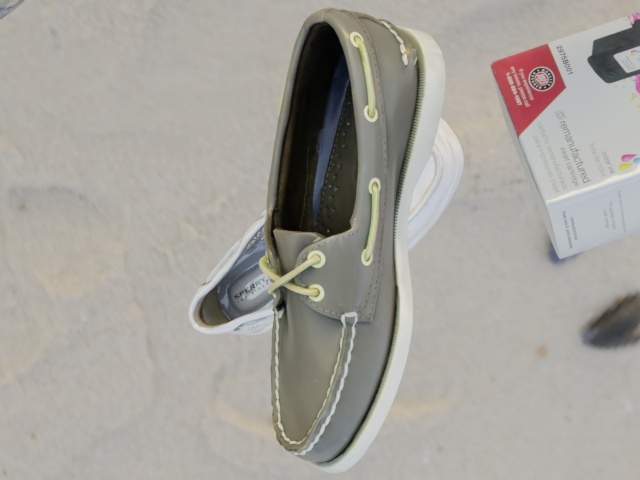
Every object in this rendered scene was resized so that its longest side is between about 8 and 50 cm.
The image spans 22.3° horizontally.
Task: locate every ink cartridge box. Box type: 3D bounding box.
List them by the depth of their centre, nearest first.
[{"bbox_3d":[0.217,-0.082,1.075,0.175,0.127,0.072,-19,147,4],"label":"ink cartridge box"}]

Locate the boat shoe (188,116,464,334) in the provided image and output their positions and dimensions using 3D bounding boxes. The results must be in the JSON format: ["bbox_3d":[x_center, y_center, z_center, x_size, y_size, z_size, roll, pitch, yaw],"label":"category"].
[{"bbox_3d":[0.000,0.000,1.314,0.277,0.096,0.098,-41,82,29],"label":"boat shoe"}]

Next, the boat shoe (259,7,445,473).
[{"bbox_3d":[0.005,-0.001,1.073,0.091,0.109,0.305,14,83,-41],"label":"boat shoe"}]

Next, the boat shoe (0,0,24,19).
[{"bbox_3d":[-0.177,-0.234,1.002,0.123,0.324,0.116,17,123,9],"label":"boat shoe"}]
